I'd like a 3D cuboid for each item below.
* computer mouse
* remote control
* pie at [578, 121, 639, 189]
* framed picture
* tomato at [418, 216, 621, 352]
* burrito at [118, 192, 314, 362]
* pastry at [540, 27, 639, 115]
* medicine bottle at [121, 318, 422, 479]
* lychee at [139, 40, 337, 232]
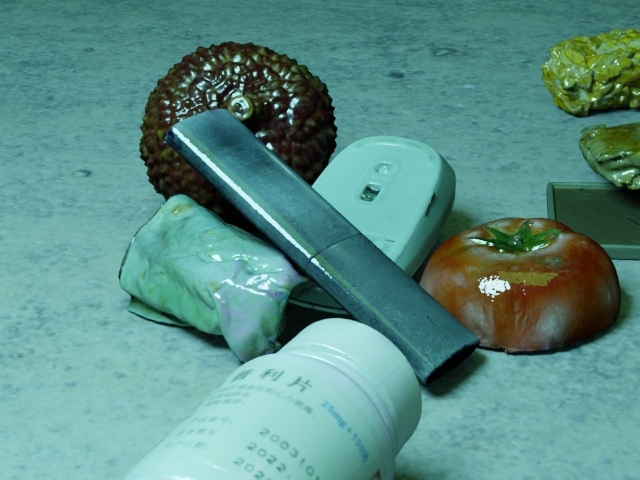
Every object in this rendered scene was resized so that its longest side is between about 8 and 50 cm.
[{"bbox_3d":[0.053,-0.008,1.646,0.159,0.097,0.288,13,48,21],"label":"computer mouse"},{"bbox_3d":[0.000,0.000,1.502,0.377,0.044,0.107,43,38,16],"label":"remote control"},{"bbox_3d":[0.391,-0.113,1.854,0.128,0.068,0.282,0,15,7],"label":"pie"},{"bbox_3d":[0.405,-0.025,1.752,0.265,0.018,0.192,2,27,7],"label":"framed picture"},{"bbox_3d":[0.211,0.034,1.574,0.225,0.085,0.225,-4,27,2],"label":"tomato"},{"bbox_3d":[-0.110,0.035,1.539,0.229,0.089,0.144,20,68,42],"label":"burrito"},{"bbox_3d":[0.448,-0.243,2.090,0.250,0.102,0.154,-6,28,-10],"label":"pastry"},{"bbox_3d":[-0.034,0.187,1.177,0.170,0.170,0.293,12,30,25],"label":"medicine bottle"},{"bbox_3d":[-0.098,-0.118,1.730,0.236,0.236,0.271,-5,-4,-8],"label":"lychee"}]
